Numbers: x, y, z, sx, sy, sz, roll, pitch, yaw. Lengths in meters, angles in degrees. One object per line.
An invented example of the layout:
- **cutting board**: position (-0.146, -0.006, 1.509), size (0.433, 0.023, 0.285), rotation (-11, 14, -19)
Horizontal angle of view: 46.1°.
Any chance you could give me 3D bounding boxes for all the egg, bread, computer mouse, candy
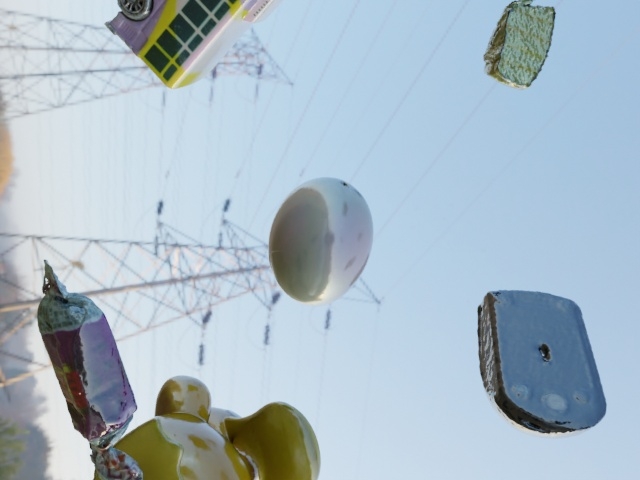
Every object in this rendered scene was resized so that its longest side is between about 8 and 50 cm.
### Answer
- **egg**: position (0.000, 0.000, 0.745), size (0.103, 0.103, 0.135), rotation (-42, -153, 59)
- **bread**: position (0.351, -0.349, 1.358), size (0.110, 0.103, 0.157), rotation (-169, -80, -82)
- **computer mouse**: position (0.331, 0.198, 1.157), size (0.269, 0.170, 0.100), rotation (-83, -178, -46)
- **candy**: position (-0.161, 0.094, 0.530), size (0.045, 0.043, 0.175), rotation (-1, -70, 37)

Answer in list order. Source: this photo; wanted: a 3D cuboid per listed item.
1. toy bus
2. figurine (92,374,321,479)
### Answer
- **toy bus**: position (-0.051, -0.127, 0.370), size (0.102, 0.052, 0.058), rotation (-40, -84, 28)
- **figurine**: position (-0.120, 0.231, 0.712), size (0.215, 0.228, 0.215), rotation (6, -79, 34)
